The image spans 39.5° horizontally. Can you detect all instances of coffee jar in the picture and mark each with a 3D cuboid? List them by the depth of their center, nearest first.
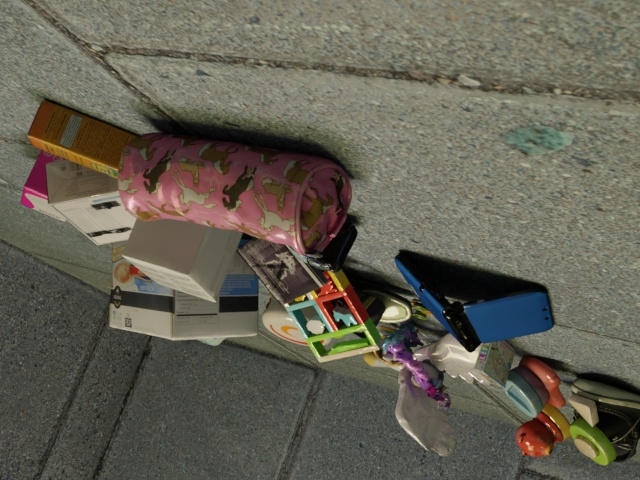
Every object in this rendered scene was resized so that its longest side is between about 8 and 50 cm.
[{"bbox_3d":[0.053,0.138,2.018,0.184,0.079,0.096,34,125,11],"label":"coffee jar"}]

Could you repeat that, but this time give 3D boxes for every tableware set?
[{"bbox_3d":[0.242,0.170,2.121,0.104,0.024,0.154,25,165,-19],"label":"tableware set"}]

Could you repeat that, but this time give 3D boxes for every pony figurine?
[{"bbox_3d":[0.260,0.348,2.328,0.351,0.303,0.363,33,174,8],"label":"pony figurine"}]

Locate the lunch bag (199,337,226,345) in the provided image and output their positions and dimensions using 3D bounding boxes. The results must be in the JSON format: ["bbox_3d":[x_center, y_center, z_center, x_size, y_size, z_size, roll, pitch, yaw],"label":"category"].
[{"bbox_3d":[-0.368,0.161,2.574,0.108,0.224,0.279,-35,133,25],"label":"lunch bag"}]

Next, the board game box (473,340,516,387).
[{"bbox_3d":[0.422,0.286,2.143,0.026,0.103,0.154,10,163,35],"label":"board game box"}]

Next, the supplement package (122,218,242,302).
[{"bbox_3d":[-0.267,-0.008,1.793,0.149,0.194,0.203,16,165,14],"label":"supplement package"}]

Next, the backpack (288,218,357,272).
[{"bbox_3d":[0.000,0.000,1.638,0.114,0.105,0.084,21,166,17],"label":"backpack"}]

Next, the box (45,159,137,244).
[{"bbox_3d":[-0.428,-0.083,1.824,0.169,0.087,0.290,-10,163,1],"label":"box"}]

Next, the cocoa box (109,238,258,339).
[{"bbox_3d":[-0.329,0.104,2.124,0.231,0.228,0.347,1,180,-36],"label":"cocoa box"}]

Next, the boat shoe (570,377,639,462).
[{"bbox_3d":[0.748,0.475,2.313,0.186,0.156,0.500,15,164,28],"label":"boat shoe"}]

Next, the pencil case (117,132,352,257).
[{"bbox_3d":[-0.147,-0.080,1.440,0.386,0.167,0.160,13,-158,28],"label":"pencil case"}]

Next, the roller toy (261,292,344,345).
[{"bbox_3d":[-0.044,0.169,2.263,0.191,0.146,0.209,-3,149,38],"label":"roller toy"}]

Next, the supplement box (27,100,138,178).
[{"bbox_3d":[-0.401,-0.169,1.610,0.233,0.080,0.078,19,169,-5],"label":"supplement box"}]

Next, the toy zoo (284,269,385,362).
[{"bbox_3d":[-0.003,0.132,1.975,0.192,0.030,0.293,-19,107,42],"label":"toy zoo"}]

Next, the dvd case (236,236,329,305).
[{"bbox_3d":[-0.086,0.052,1.908,0.164,0.018,0.221,51,150,-5],"label":"dvd case"}]

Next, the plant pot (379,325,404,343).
[{"bbox_3d":[0.201,0.303,2.564,0.081,0.083,0.081,17,167,12],"label":"plant pot"}]

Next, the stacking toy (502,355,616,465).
[{"bbox_3d":[0.573,0.458,2.217,0.279,0.130,0.309,34,157,55],"label":"stacking toy"}]

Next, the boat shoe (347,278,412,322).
[{"bbox_3d":[0.113,0.134,2.077,0.227,0.069,0.081,9,122,26],"label":"boat shoe"}]

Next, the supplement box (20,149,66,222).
[{"bbox_3d":[-0.588,-0.124,1.975,0.111,0.114,0.220,25,167,-17],"label":"supplement box"}]

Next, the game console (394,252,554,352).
[{"bbox_3d":[0.310,0.107,1.779,0.250,0.173,0.293,48,179,26],"label":"game console"}]
